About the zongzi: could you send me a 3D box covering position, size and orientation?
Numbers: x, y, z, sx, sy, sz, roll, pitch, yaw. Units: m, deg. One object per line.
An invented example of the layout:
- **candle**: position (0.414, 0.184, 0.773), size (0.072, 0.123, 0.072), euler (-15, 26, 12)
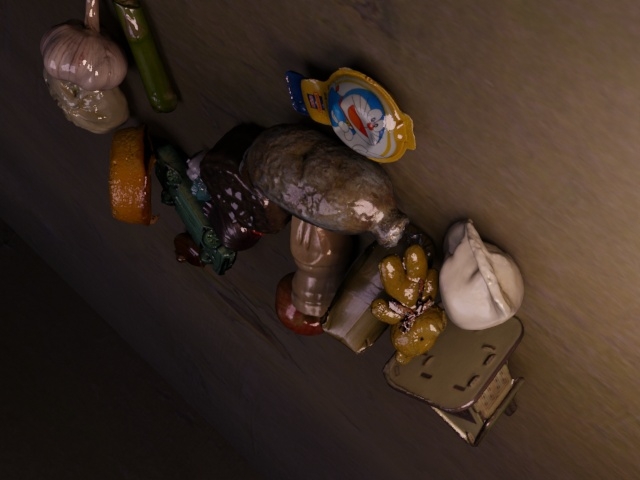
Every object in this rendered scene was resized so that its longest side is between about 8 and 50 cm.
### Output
- **zongzi**: position (0.128, 0.056, 1.612), size (0.125, 0.274, 0.251), euler (39, 114, 2)

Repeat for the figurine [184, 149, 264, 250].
- **figurine**: position (-0.213, -0.088, 1.914), size (0.245, 0.110, 0.138), euler (52, 151, 11)

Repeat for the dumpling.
- **dumpling**: position (0.250, 0.057, 1.412), size (0.252, 0.131, 0.179), euler (93, 154, -83)

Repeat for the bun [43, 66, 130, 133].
- **bun**: position (-0.567, -0.352, 2.050), size (0.229, 0.145, 0.229), euler (38, 156, 20)

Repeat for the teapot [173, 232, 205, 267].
- **teapot**: position (-0.350, 0.033, 2.306), size (0.129, 0.078, 0.098), euler (30, 148, 33)

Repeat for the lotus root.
- **lotus root**: position (0.007, -0.103, 1.493), size (0.349, 0.175, 0.175), euler (27, 146, 28)

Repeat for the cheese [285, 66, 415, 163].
- **cheese**: position (0.047, -0.209, 1.395), size (0.270, 0.069, 0.177), euler (27, 146, 37)

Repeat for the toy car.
- **toy car**: position (-0.292, -0.077, 2.041), size (0.321, 0.097, 0.141), euler (56, 157, 13)

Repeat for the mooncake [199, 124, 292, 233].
- **mooncake**: position (-0.141, -0.114, 1.748), size (0.228, 0.124, 0.228), euler (35, 151, 23)

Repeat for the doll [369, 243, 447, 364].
- **doll**: position (0.157, 0.108, 1.436), size (0.097, 0.137, 0.210), euler (32, 149, 49)

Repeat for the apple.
- **apple**: position (-0.030, 0.134, 1.887), size (0.146, 0.146, 0.131), euler (65, 176, -29)

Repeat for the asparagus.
- **asparagus**: position (-0.363, -0.390, 1.796), size (0.067, 0.060, 0.278), euler (51, 161, 44)

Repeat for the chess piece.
- **chess piece**: position (0.000, 0.000, 1.701), size (0.137, 0.137, 0.301), euler (25, 131, 40)

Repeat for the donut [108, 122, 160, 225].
- **donut**: position (-0.445, -0.157, 2.069), size (0.118, 0.254, 0.253), euler (2, 149, -6)

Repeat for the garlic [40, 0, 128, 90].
- **garlic**: position (-0.498, -0.449, 1.862), size (0.199, 0.199, 0.226), euler (33, 115, 29)

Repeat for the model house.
- **model house**: position (0.277, 0.284, 1.553), size (0.204, 0.218, 0.279), euler (16, 144, 47)
